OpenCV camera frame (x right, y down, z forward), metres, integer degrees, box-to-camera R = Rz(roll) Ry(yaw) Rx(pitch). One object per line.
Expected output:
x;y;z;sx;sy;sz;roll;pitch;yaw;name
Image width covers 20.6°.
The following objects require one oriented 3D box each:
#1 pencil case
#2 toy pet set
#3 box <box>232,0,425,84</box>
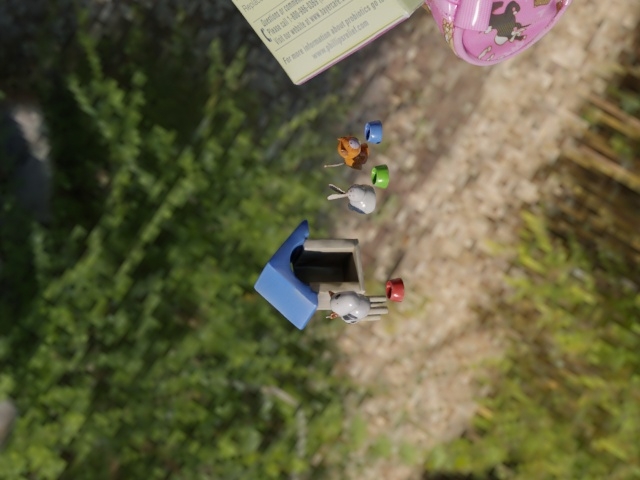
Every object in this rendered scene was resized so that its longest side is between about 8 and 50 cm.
0.079;-0.324;1.680;0.167;0.386;0.160;-40;147;-8;pencil case
0.000;0.000;1.127;0.114;0.065;0.122;124;-37;-62;toy pet set
0.006;-0.253;0.995;0.213;0.243;0.117;-44;-168;-35;box
